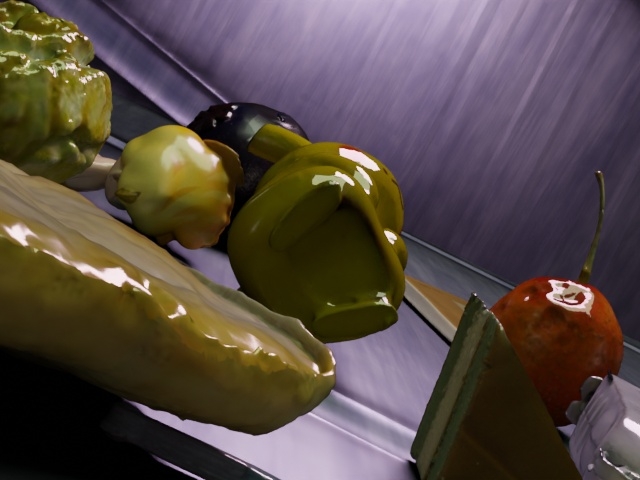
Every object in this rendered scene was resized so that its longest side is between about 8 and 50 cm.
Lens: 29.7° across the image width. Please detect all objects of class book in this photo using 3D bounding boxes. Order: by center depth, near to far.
[{"bbox_3d":[0.269,0.155,1.714,0.269,0.032,0.389,26,7,-16],"label":"book"}]

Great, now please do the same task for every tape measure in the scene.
[{"bbox_3d":[0.321,0.217,1.078,0.197,0.120,0.236,29,11,4],"label":"tape measure"}]

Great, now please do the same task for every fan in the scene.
[{"bbox_3d":[0.003,0.160,0.703,0.282,0.023,0.057,27,11,-3],"label":"fan"}]

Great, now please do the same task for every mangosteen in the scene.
[{"bbox_3d":[-0.085,-0.068,1.530,0.230,0.194,0.194,53,-7,-28],"label":"mangosteen"}]

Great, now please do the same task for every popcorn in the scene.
[{"bbox_3d":[-0.302,-0.131,1.136,0.204,0.184,0.221,15,14,30],"label":"popcorn"}]

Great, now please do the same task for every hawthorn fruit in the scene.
[{"bbox_3d":[0.283,0.067,1.357,0.165,0.285,0.165,30,-3,2],"label":"hawthorn fruit"}]

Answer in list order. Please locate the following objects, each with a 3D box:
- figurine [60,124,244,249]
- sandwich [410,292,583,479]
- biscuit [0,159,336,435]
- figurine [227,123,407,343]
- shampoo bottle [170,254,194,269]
[{"bbox_3d":[-0.200,-0.069,1.322,0.246,0.131,0.156,13,6,15],"label":"figurine"},{"bbox_3d":[0.173,0.150,0.903,0.187,0.144,0.117,25,9,-8],"label":"sandwich"},{"bbox_3d":[-0.234,-0.016,0.698,0.429,0.104,0.446,28,0,40],"label":"biscuit"},{"bbox_3d":[0.000,0.002,1.173,0.327,0.169,0.218,-67,136,-72],"label":"figurine"},{"bbox_3d":[-0.131,0.037,1.053,0.165,0.040,0.080,31,10,32],"label":"shampoo bottle"}]
